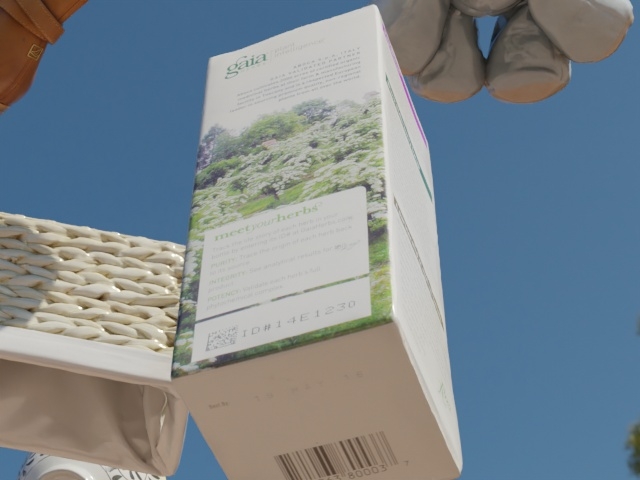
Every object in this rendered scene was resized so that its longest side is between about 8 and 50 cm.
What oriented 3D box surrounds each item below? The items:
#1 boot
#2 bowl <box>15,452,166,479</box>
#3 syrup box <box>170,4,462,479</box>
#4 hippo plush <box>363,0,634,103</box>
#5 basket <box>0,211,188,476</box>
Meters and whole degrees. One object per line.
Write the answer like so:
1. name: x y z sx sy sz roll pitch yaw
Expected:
1. boot: -0.343 -0.244 1.334 0.220 0.283 0.109 -46 -43 13
2. bowl: -0.245 0.265 1.363 0.170 0.170 0.080 -19 -11 8
3. syrup box: 0.000 0.000 0.617 0.093 0.236 0.096 -16 -53 12
4. hippo plush: 0.139 -0.287 1.274 0.234 0.236 0.294 -22 -42 30
5. basket: -0.154 0.059 0.807 0.167 0.103 0.113 11 -37 -2
